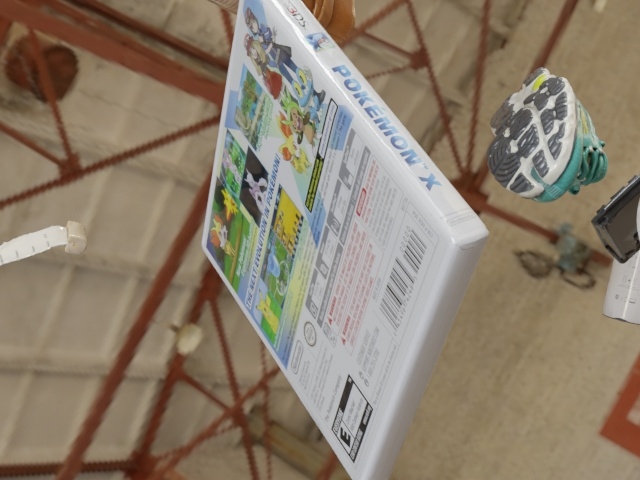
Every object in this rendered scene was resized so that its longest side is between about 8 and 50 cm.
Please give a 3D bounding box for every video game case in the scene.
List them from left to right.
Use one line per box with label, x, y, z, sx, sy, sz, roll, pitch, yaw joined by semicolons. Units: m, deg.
video game case;0.000;0.000;1.050;0.036;0.300;0.329;-19;-34;-26

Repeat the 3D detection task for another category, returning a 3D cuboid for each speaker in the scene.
speaker;0.327;0.015;1.314;0.055;0.055;0.136;0;-78;-58

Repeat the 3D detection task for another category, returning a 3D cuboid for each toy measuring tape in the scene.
toy measuring tape;-0.384;0.082;1.341;0.330;0.121;0.121;-20;-36;-1

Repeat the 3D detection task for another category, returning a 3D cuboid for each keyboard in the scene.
keyboard;0.361;-0.100;1.096;0.317;0.033;0.201;-42;-27;5

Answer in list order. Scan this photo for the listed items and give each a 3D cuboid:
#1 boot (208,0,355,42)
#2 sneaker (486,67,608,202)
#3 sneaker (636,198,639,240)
boot;-0.065;-0.364;1.494;0.220;0.283;0.109;13;-40;-39
sneaker;0.232;-0.095;1.239;0.107;0.110;0.275;-49;5;21
sneaker;0.344;-0.083;0.737;0.366;0.135;0.150;-38;-2;-31
